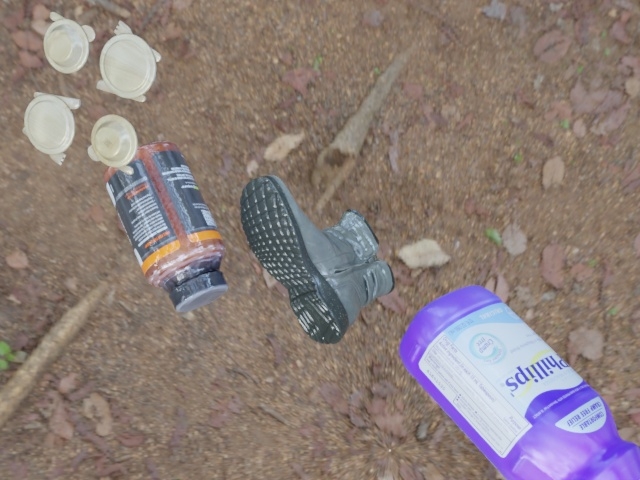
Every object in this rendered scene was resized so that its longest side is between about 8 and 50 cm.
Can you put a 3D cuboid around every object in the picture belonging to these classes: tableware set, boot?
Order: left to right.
[{"bbox_3d":[-0.238,-0.150,0.917,0.141,0.020,0.169,23,110,14],"label":"tableware set"},{"bbox_3d":[0.000,0.000,1.165,0.161,0.083,0.246,-44,114,-44],"label":"boot"}]

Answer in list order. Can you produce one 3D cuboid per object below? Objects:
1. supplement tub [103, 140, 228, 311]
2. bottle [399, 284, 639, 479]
[{"bbox_3d":[-0.183,-0.015,1.083,0.106,0.106,0.198,-25,76,-2],"label":"supplement tub"},{"bbox_3d":[0.197,0.164,0.797,0.118,0.092,0.283,-17,52,-38],"label":"bottle"}]
